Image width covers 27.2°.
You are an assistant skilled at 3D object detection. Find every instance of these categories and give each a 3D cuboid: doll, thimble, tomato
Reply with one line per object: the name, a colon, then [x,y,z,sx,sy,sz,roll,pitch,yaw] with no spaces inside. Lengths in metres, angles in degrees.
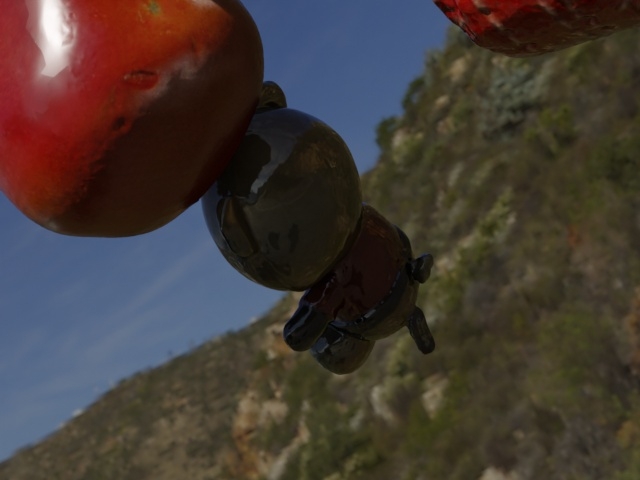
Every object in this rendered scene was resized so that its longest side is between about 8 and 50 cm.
doll: [0.000,0.000,1.402,0.174,0.235,0.330,-16,-46,32]
thimble: [0.156,-0.211,0.852,0.125,0.163,0.189,-11,28,40]
tomato: [-0.190,-0.155,1.186,0.298,0.299,0.226,-23,-5,-29]
